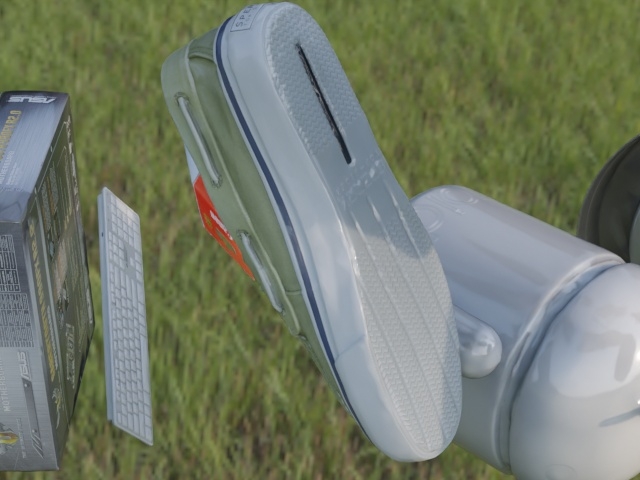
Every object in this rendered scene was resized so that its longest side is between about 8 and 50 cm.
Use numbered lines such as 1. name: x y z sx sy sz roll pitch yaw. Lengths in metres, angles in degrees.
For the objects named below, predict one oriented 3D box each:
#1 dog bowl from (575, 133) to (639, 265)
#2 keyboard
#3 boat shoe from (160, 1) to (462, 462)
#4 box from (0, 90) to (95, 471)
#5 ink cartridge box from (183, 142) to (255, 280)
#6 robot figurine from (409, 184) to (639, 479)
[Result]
1. dog bowl: 0.427 0.012 1.286 0.348 0.349 0.102 19 38 24
2. keyboard: -0.190 0.072 1.314 0.014 0.072 0.256 -20 59 21
3. boat shoe: 0.000 0.000 0.836 0.094 0.302 0.109 -12 15 38
4. box: -0.221 0.030 1.017 0.056 0.231 0.183 1 35 2
5. ink cartridge box: -0.110 -0.062 1.593 0.045 0.145 0.179 -25 55 9
6. robot figurine: 0.157 0.081 1.118 0.353 0.200 0.300 28 13 35
